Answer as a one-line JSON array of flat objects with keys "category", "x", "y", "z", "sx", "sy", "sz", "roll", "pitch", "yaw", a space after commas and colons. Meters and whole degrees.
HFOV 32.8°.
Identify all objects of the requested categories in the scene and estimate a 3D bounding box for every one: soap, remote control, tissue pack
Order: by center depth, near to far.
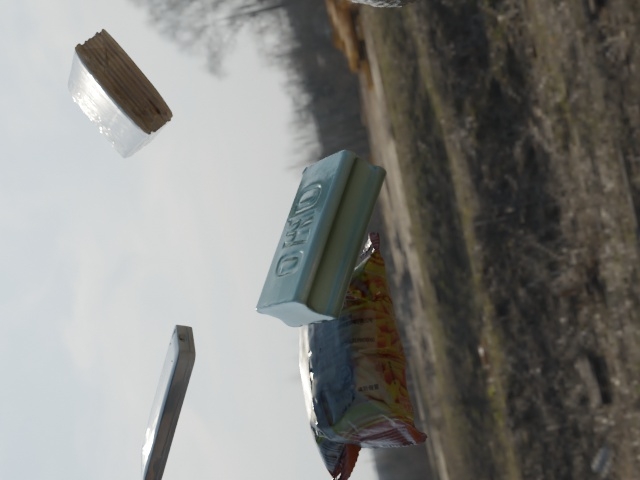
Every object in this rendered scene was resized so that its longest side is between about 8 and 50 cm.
[{"category": "soap", "x": 0.000, "y": 0.000, "z": 1.298, "sx": 0.119, "sy": 0.066, "sz": 0.198, "roll": -17, "pitch": 50, "yaw": 59}, {"category": "remote control", "x": -0.237, "y": 0.256, "z": 1.673, "sx": 0.103, "sy": 0.034, "sz": 0.250, "roll": -114, "pitch": 37, "yaw": -63}, {"category": "tissue pack", "x": -0.324, "y": -0.225, "z": 1.729, "sx": 0.170, "sy": 0.071, "sz": 0.325, "roll": 52, "pitch": 166, "yaw": -8}]

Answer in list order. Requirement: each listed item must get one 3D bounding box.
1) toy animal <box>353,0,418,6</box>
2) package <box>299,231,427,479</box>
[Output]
[{"category": "toy animal", "x": 0.081, "y": -0.427, "z": 1.475, "sx": 0.226, "sy": 0.188, "sz": 0.358, "roll": 39, "pitch": -141, "yaw": -12}, {"category": "package", "x": 0.040, "y": 0.159, "z": 1.423, "sx": 0.223, "sy": 0.108, "sz": 0.288, "roll": -45, "pitch": 51, "yaw": 50}]
